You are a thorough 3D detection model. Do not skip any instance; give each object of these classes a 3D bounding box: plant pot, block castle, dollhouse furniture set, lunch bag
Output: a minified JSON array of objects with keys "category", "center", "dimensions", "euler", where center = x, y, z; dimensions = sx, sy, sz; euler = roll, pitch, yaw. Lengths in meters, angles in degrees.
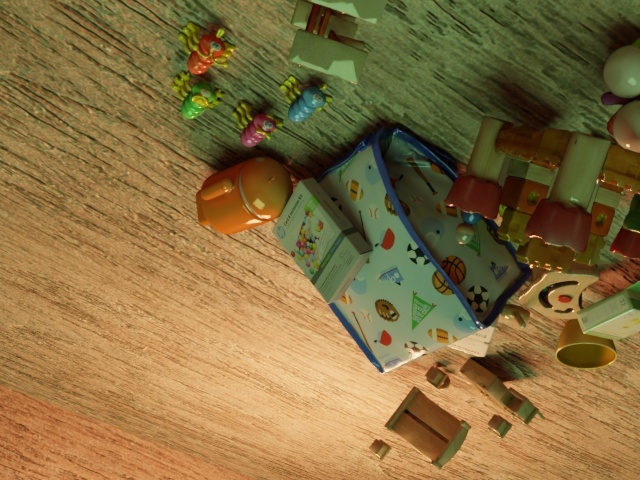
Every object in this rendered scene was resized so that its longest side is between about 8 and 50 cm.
[{"category":"plant pot","center":[0.609,0.224,1.970],"dimensions":[0.134,0.095,0.134],"euler":[6,148,4]},{"category":"block castle","center":[0.446,-0.028,1.335],"dimensions":[0.453,0.212,0.303],"euler":[13,-172,-27]},{"category":"dollhouse furniture set","center":[0.013,-0.356,1.111],"dimensions":[0.135,0.262,0.259],"euler":[17,113,-8]},{"category":"lunch bag","center":[0.142,0.008,1.608],"dimensions":[0.385,0.239,0.328],"euler":[50,138,-2]},{"category":"dollhouse furniture set","center":[0.360,0.511,2.221],"dimensions":[0.303,0.355,0.174],"euler":[32,171,49]}]

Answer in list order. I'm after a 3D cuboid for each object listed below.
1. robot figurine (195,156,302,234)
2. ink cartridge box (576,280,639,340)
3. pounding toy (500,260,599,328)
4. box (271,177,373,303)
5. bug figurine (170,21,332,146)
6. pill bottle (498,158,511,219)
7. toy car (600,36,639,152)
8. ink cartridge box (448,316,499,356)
[{"category":"robot figurine","center":[-0.142,-0.087,1.648],"dimensions":[0.219,0.128,0.158],"euler":[-18,125,36]},{"category":"ink cartridge box","center":[0.672,0.130,1.769],"dimensions":[0.235,0.056,0.171],"euler":[-33,149,33]},{"category":"pounding toy","center":[0.499,0.125,1.790],"dimensions":[0.154,0.154,0.269],"euler":[15,150,-7]},{"category":"box","center":[0.000,0.000,1.565],"dimensions":[0.038,0.186,0.145],"euler":[-17,150,-41]},{"category":"bug figurine","center":[-0.130,-0.245,1.450],"dimensions":[0.279,0.072,0.216],"euler":[23,145,-21]},{"category":"pill bottle","center":[0.383,-0.067,1.558],"dimensions":[0.118,0.117,0.208],"euler":[-12,141,29]},{"category":"toy car","center":[0.484,-0.210,1.281],"dimensions":[0.159,0.181,0.136],"euler":[-11,-179,-22]},{"category":"ink cartridge box","center":[0.327,0.180,1.944],"dimensions":[0.140,0.082,0.190],"euler":[17,156,11]}]
